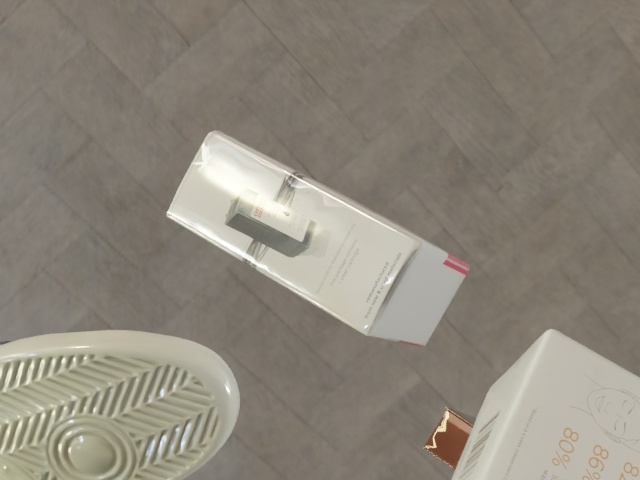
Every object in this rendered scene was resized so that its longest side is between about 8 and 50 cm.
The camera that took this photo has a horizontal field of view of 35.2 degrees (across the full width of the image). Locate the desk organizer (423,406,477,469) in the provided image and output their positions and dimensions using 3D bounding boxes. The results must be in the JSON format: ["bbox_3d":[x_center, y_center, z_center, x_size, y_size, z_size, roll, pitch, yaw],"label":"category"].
[{"bbox_3d":[0.161,0.222,1.107,0.050,0.047,0.130,-58,152,0],"label":"desk organizer"}]

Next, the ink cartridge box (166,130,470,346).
[{"bbox_3d":[0.000,0.000,0.877,0.092,0.218,0.158,-60,156,3],"label":"ink cartridge box"}]

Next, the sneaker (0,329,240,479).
[{"bbox_3d":[-0.221,0.116,0.738,0.350,0.148,0.131,-10,107,10],"label":"sneaker"}]

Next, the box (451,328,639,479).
[{"bbox_3d":[0.157,0.154,0.537,0.171,0.130,0.091,30,148,4],"label":"box"}]
